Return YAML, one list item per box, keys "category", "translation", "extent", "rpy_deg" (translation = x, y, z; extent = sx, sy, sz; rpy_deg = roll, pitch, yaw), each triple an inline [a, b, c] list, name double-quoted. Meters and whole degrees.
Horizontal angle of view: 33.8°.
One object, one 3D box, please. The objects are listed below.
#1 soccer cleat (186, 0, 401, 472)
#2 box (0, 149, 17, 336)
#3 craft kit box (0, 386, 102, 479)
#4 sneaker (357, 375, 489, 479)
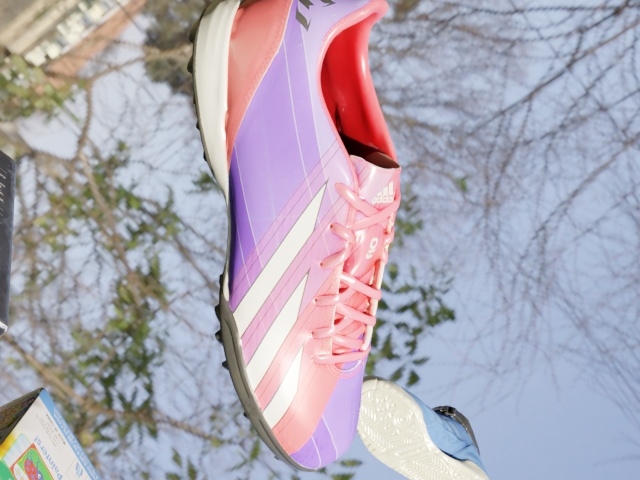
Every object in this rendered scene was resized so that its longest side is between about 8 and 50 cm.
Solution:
- category: "soccer cleat"
  translation: [0.000, 0.000, 0.664]
  extent: [0.116, 0.318, 0.109]
  rpy_deg: [-1, -168, 29]
- category: "box"
  translation: [-0.490, 0.057, 1.076]
  extent: [0.343, 0.179, 0.312]
  rpy_deg: [-41, -146, 15]
- category: "craft kit box"
  translation: [-0.220, 0.282, 0.846]
  extent: [0.061, 0.249, 0.246]
  rpy_deg: [-25, -166, 10]
- category: "sneaker"
  translation: [0.082, 0.160, 0.890]
  extent: [0.058, 0.152, 0.084]
  rpy_deg: [-47, -170, 13]
